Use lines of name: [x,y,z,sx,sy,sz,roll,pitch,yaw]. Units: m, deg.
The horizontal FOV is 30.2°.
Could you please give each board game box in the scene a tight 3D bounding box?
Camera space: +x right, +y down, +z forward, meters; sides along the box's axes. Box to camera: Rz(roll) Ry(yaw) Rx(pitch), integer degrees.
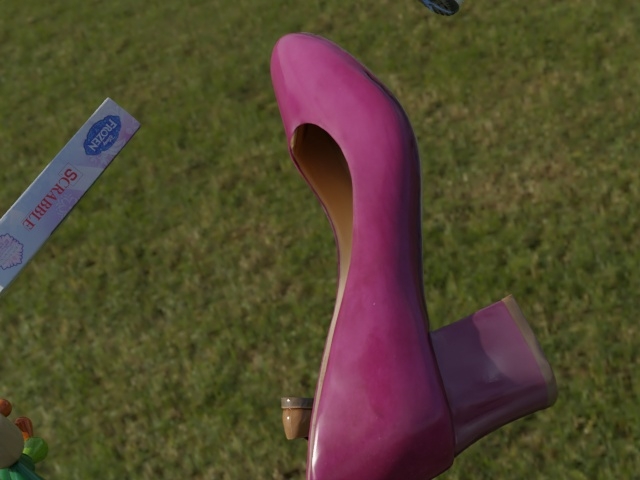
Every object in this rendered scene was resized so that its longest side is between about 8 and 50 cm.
board game box: [-0.415,-0.019,1.691,0.318,0.066,0.319,-56,11,-31]

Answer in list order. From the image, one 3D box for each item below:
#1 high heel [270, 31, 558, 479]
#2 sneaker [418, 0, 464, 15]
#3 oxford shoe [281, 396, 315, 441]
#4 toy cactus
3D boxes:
high heel: [0.000,0.000,0.850,0.181,0.127,0.377,-22,55,-14]
sneaker: [0.084,-0.336,1.266,0.081,0.211,0.080,-50,9,-7]
oxford shoe: [0.017,0.288,1.848,0.212,0.076,0.076,12,-16,-43]
toy cactus: [-0.327,0.226,1.209,0.112,0.180,0.219,-26,58,-14]
